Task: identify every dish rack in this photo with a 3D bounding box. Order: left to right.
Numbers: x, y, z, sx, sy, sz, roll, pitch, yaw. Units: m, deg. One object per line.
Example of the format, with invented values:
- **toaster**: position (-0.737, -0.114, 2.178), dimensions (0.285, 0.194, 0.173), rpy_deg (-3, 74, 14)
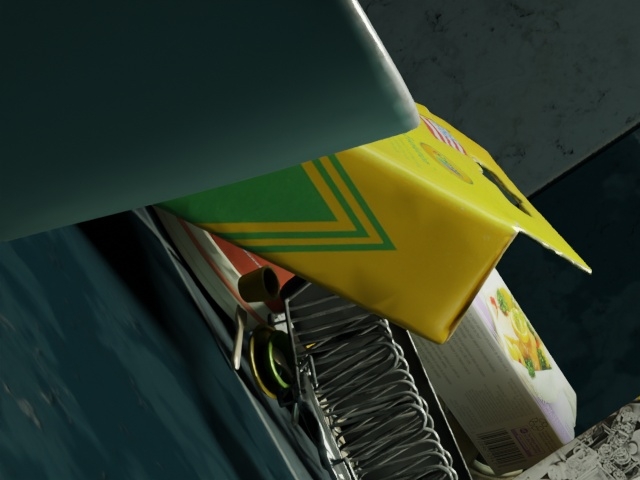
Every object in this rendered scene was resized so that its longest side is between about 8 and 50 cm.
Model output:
- **dish rack**: position (0.040, 0.125, 1.080), dimensions (0.271, 0.074, 0.208), rpy_deg (-99, 164, -78)

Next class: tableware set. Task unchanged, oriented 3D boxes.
- **tableware set**: position (-0.005, 0.069, 1.223), dimensions (0.154, 0.024, 0.104), rpy_deg (45, 38, -44)

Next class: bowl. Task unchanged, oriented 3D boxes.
- **bowl**: position (-0.119, -0.123, 0.605), dimensions (0.311, 0.163, 0.311), rpy_deg (56, 3, -5)

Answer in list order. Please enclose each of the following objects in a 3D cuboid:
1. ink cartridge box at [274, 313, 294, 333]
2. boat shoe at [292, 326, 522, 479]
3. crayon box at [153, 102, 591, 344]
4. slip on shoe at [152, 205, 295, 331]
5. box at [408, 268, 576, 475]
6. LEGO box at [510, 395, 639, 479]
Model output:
- **ink cartridge box**: position (0.000, 0.000, 1.546), dimensions (0.056, 0.135, 0.099), rpy_deg (54, 3, -30)
- **boat shoe**: position (0.059, 0.128, 1.414), dimensions (0.113, 0.103, 0.302), rpy_deg (61, 7, 34)
- **crayon box**: position (-0.024, -0.056, 1.056), dimensions (0.318, 0.081, 0.202), rpy_deg (26, 14, -21)
- **slip on shoe**: position (-0.095, -0.090, 1.333), dimensions (0.331, 0.101, 0.123), rpy_deg (56, 4, 25)
- **box**: position (0.079, 0.031, 1.297), dimensions (0.324, 0.067, 0.063), rpy_deg (54, 29, -33)
- **LEGO box**: position (0.339, 0.322, 1.256), dimensions (0.500, 0.372, 0.193), rpy_deg (57, 3, 15)
